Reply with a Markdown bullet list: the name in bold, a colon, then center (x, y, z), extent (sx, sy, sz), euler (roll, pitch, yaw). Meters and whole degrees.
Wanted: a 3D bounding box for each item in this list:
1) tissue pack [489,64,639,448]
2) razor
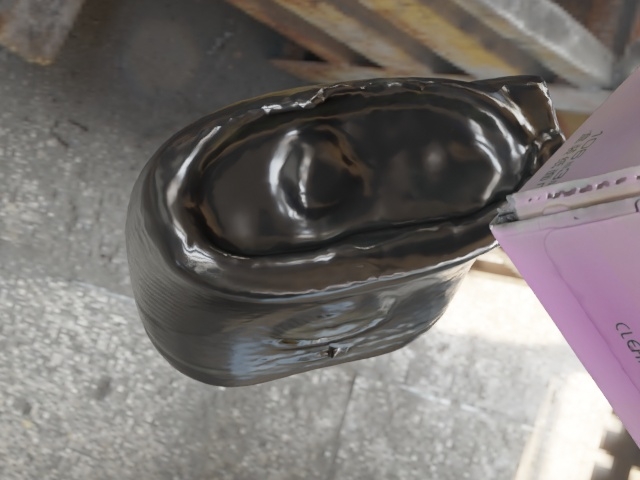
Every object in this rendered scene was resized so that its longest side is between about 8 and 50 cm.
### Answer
- **tissue pack**: center (0.188, -0.029, 0.461), extent (0.246, 0.092, 0.148), euler (-44, 106, -29)
- **razor**: center (0.000, -0.001, 0.716), extent (0.204, 0.349, 0.113), euler (-9, 78, -9)
